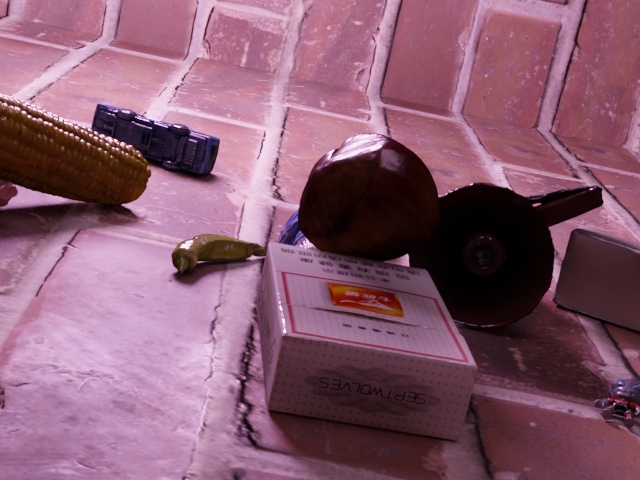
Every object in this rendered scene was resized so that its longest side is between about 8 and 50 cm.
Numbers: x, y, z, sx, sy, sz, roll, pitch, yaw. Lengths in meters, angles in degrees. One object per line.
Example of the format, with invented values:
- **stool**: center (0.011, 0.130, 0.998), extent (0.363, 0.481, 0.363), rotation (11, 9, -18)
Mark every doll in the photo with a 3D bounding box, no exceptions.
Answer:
- **doll**: center (0.366, 0.186, 1.548), extent (0.057, 0.039, 0.114), rotation (-18, 10, 32)

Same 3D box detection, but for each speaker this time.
- **speaker**: center (0.257, -0.026, 1.863), extent (0.198, 0.259, 0.329), rotation (42, 13, -1)

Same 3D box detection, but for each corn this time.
- **corn**: center (-0.392, -0.126, 1.830), extent (0.363, 0.120, 0.120), rotation (17, 7, -45)

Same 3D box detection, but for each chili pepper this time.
- **chili pepper**: center (-0.145, 0.012, 1.768), extent (0.049, 0.043, 0.208), rotation (6, 10, 30)

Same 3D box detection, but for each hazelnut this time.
- **hazelnut**: center (0.066, -0.046, 1.664), extent (0.178, 0.178, 0.204), rotation (1, -16, -37)

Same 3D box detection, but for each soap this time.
- **soap**: center (0.445, 0.061, 1.908), extent (0.183, 0.121, 0.064), rotation (19, 16, 22)

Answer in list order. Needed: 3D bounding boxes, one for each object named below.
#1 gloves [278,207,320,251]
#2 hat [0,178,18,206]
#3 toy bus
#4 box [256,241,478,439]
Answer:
- **gloves**: center (-0.002, -0.004, 1.813), extent (0.119, 0.097, 0.229), rotation (-23, 15, 9)
- **hat**: center (-0.557, -0.085, 1.655), extent (0.237, 0.107, 0.286), rotation (9, 7, 26)
- **toy bus**: center (-0.288, -0.181, 2.282), extent (0.236, 0.079, 0.094), rotation (18, 14, 19)
- **box**: center (0.041, 0.105, 1.478), extent (0.210, 0.095, 0.330), rotation (10, 17, -7)
